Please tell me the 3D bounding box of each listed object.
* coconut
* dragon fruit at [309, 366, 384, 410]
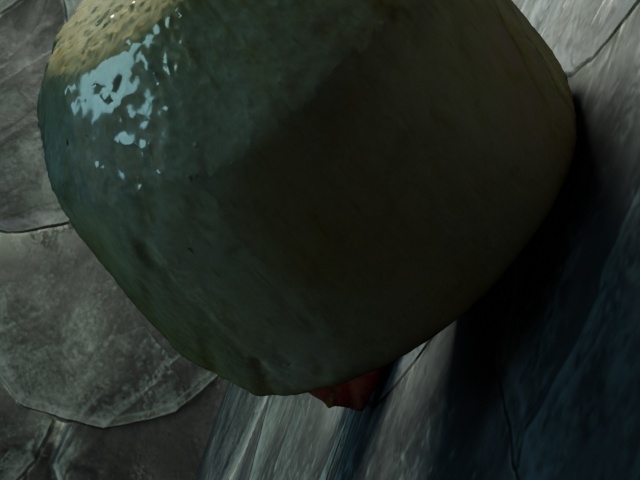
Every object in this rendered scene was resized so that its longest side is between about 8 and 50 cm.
[{"bbox_3d":[-0.002,-0.074,0.916,0.344,0.415,0.415,29,101,55],"label":"coconut"},{"bbox_3d":[0.000,0.000,1.254,0.317,0.205,0.152,-80,13,-46],"label":"dragon fruit"}]
